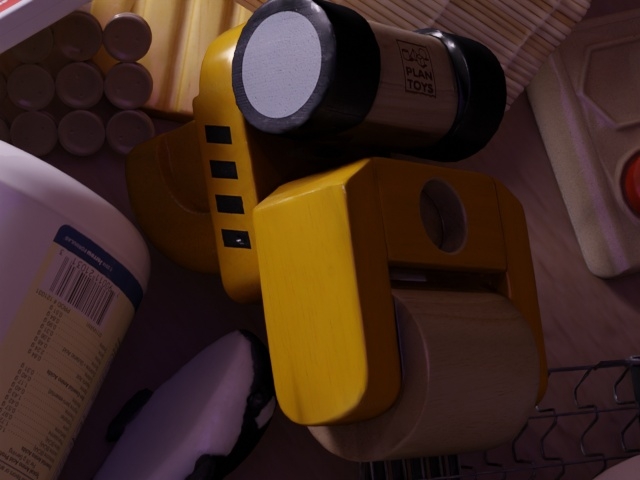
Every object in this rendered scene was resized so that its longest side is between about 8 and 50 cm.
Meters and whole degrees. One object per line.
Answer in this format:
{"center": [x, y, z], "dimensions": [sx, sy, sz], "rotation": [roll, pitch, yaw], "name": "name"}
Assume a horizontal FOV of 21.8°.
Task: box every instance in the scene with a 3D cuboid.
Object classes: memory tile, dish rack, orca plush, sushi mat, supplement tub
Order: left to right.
{"center": [-0.278, 0.103, 1.110], "dimensions": [0.235, 0.235, 0.325], "rotation": [24, 74, -1], "name": "supplement tub"}
{"center": [-0.200, -0.118, 1.258], "dimensions": [0.148, 0.012, 0.113], "rotation": [-1, 109, 1], "name": "memory tile"}
{"center": [-0.107, 0.205, 1.179], "dimensions": [0.102, 0.151, 0.287], "rotation": [41, 68, -28], "name": "orca plush"}
{"center": [0.031, -0.203, 1.224], "dimensions": [0.316, 0.019, 0.151], "rotation": [31, 110, -13], "name": "sushi mat"}
{"center": [0.163, 0.190, 1.233], "dimensions": [0.271, 0.074, 0.208], "rotation": [-5, 75, -7], "name": "dish rack"}

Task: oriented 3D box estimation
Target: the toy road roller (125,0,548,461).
{"center": [0.000, 0.000, 1.165], "dimensions": [0.202, 0.240, 0.329], "rotation": [5, 71, -49], "name": "toy road roller"}

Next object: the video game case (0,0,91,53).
{"center": [-0.281, -0.179, 1.189], "dimensions": [0.204, 0.285, 0.025], "rotation": [-33, 124, -14], "name": "video game case"}

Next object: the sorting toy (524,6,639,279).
{"center": [0.281, -0.139, 1.347], "dimensions": [0.229, 0.041, 0.307], "rotation": [-15, 78, -11], "name": "sorting toy"}

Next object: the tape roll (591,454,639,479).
{"center": [0.266, 0.287, 1.143], "dimensions": [0.286, 0.100, 0.286], "rotation": [-3, 101, -17], "name": "tape roll"}

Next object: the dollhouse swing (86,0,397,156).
{"center": [-0.010, -0.278, 1.234], "dimensions": [0.347, 0.315, 0.305], "rotation": [10, 64, -5], "name": "dollhouse swing"}
